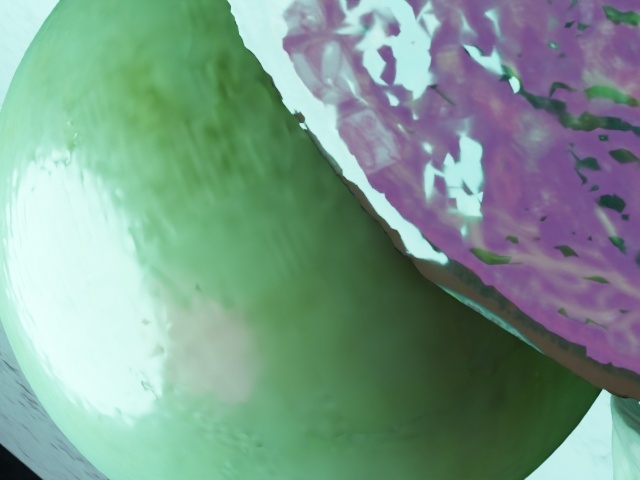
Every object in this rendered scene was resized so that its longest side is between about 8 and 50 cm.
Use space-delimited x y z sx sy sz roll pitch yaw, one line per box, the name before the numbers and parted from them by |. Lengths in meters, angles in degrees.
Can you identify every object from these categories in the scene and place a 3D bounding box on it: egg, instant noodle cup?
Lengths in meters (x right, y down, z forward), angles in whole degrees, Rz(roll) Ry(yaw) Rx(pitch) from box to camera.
egg | 0.000 0.000 0.653 0.218 0.218 0.295 40 169 12
instant noodle cup | 0.102 -0.085 0.430 0.274 0.091 0.274 23 134 26

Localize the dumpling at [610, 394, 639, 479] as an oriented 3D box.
dumpling | 0.183 0.162 0.743 0.250 0.132 0.162 57 170 10
